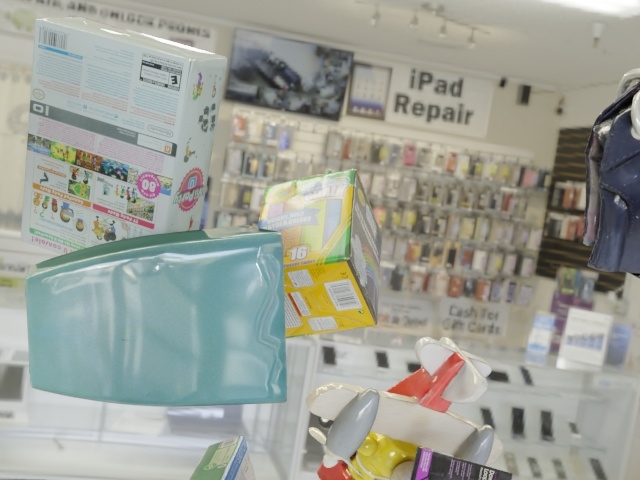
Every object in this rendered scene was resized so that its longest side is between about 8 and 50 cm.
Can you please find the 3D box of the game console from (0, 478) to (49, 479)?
[{"bbox_3d":[-0.254,0.385,0.671,0.213,0.361,0.044,4,-15,-13],"label":"game console"}]

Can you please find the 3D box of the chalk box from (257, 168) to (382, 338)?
[{"bbox_3d":[0.000,0.000,1.060,0.132,0.132,0.213,-11,42,16],"label":"chalk box"}]

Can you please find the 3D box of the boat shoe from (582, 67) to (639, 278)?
[{"bbox_3d":[0.282,-0.111,0.572,0.158,0.340,0.127,5,24,8],"label":"boat shoe"}]

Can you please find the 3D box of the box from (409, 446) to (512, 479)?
[{"bbox_3d":[0.223,0.413,1.318,0.162,0.116,0.029,14,-34,8],"label":"box"}]

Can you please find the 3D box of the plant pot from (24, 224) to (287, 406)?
[{"bbox_3d":[-0.169,0.074,0.814,0.234,0.165,0.166,-2,4,-17],"label":"plant pot"}]

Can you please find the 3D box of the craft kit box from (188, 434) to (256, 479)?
[{"bbox_3d":[-0.091,0.378,0.930,0.061,0.246,0.250,-19,1,3],"label":"craft kit box"}]

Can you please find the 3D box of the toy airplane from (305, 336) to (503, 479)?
[{"bbox_3d":[0.175,0.366,1.540,0.386,0.384,0.272,-9,49,-2],"label":"toy airplane"}]

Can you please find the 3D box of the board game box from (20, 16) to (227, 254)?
[{"bbox_3d":[-0.263,-0.114,1.060,0.224,0.303,0.097,19,20,16],"label":"board game box"}]
